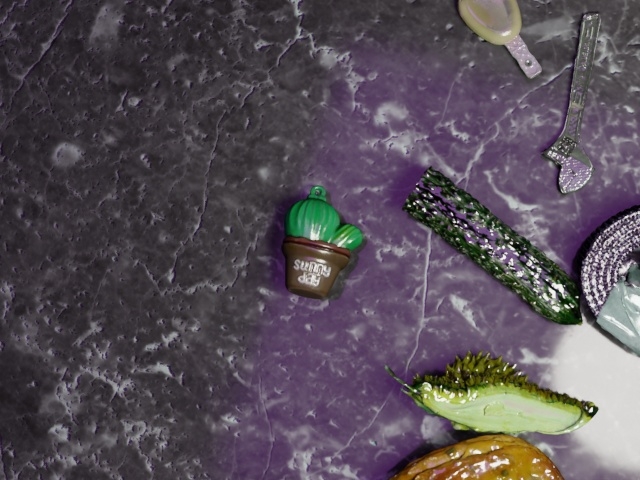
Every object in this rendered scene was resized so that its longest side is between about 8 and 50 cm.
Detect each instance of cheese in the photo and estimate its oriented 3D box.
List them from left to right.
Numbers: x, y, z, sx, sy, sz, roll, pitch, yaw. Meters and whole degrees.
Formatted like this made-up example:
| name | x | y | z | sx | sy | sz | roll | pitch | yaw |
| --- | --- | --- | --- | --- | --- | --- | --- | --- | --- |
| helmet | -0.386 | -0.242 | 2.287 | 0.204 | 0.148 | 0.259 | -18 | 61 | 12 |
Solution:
| name | x | y | z | sx | sy | sz | roll | pitch | yaw |
| --- | --- | --- | --- | --- | --- | --- | --- | --- | --- |
| cheese | 0.325 | -0.367 | 1.587 | 0.097 | 0.037 | 0.192 | -34 | 80 | 7 |

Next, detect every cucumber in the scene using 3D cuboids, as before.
| name | x | y | z | sx | sy | sz | roll | pitch | yaw |
| --- | --- | --- | --- | --- | --- | --- | --- | --- | --- |
| cucumber | 0.302 | 0.015 | 1.524 | 0.359 | 0.096 | 0.096 | 37 | 92 | 12 |

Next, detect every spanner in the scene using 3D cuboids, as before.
| name | x | y | z | sx | sy | sz | roll | pitch | yaw |
| --- | --- | --- | --- | --- | --- | --- | --- | --- | --- |
| spanner | 0.445 | -0.238 | 1.558 | 0.093 | 0.026 | 0.325 | 11 | 86 | 11 |

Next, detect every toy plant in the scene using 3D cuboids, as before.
| name | x | y | z | sx | sy | sz | roll | pitch | yaw |
| --- | --- | --- | --- | --- | --- | --- | --- | --- | --- |
| toy plant | 0.000 | 0.000 | 1.584 | 0.143 | 0.105 | 0.200 | 12 | 75 | 4 |

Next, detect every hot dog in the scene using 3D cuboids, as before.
| name | x | y | z | sx | sy | sz | roll | pitch | yaw |
| --- | --- | --- | --- | --- | --- | --- | --- | --- | --- |
| hot dog | 0.218 | 0.475 | 1.445 | 0.387 | 0.174 | 0.267 | -33 | 69 | 11 |

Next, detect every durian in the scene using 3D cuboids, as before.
| name | x | y | z | sx | sy | sz | roll | pitch | yaw |
| --- | --- | --- | --- | --- | --- | --- | --- | --- | --- |
| durian | 0.273 | 0.255 | 1.492 | 0.375 | 0.106 | 0.132 | 10 | 96 | -11 |

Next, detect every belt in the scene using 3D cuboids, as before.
| name | x | y | z | sx | sy | sz | roll | pitch | yaw |
| --- | --- | --- | --- | --- | --- | --- | --- | --- | --- |
| belt | 0.576 | 0.067 | 1.446 | 0.325 | 0.122 | 0.260 | 12 | 98 | 10 |
